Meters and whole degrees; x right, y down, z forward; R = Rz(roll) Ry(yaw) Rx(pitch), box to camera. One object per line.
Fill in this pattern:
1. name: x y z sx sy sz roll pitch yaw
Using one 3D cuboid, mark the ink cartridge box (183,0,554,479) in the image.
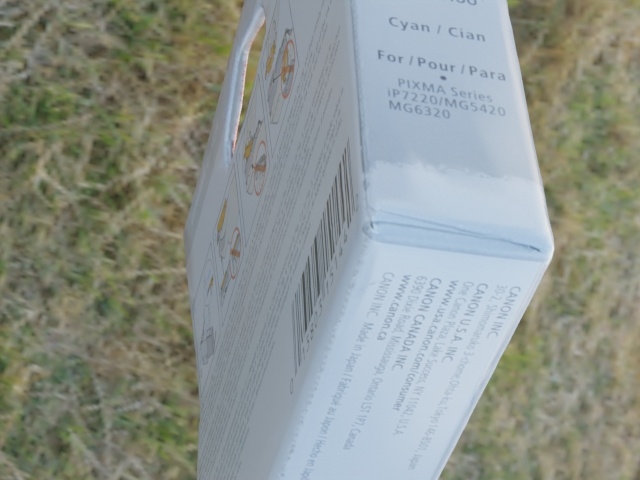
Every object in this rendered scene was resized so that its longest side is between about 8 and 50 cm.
1. ink cartridge box: 0.000 0.000 0.622 0.066 0.261 0.296 7 137 -12
